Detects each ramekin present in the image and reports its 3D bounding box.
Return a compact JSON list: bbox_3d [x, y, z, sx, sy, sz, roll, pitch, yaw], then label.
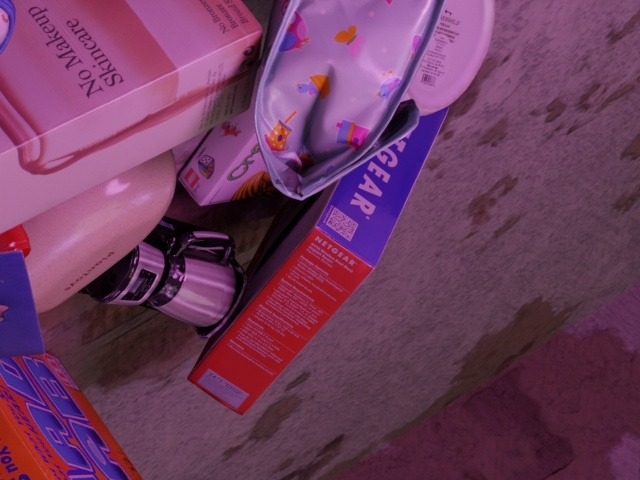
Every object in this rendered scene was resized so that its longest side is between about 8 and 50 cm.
[{"bbox_3d":[0.092,-0.227,1.931,0.207,0.109,0.207,-32,133,-41],"label":"ramekin"}]

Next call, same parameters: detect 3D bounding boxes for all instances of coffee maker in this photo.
[{"bbox_3d":[-0.198,0.024,2.077,0.178,0.171,0.120,21,88,-45],"label":"coffee maker"}]

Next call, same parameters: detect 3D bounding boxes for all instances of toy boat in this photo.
[{"bbox_3d":[-0.283,-0.038,1.819,0.267,0.148,0.318,-37,168,11],"label":"toy boat"}]

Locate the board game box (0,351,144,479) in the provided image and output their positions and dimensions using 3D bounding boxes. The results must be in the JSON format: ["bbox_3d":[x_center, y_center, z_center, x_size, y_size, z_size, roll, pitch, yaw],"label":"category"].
[{"bbox_3d":[-0.405,0.346,2.098,0.356,0.356,0.356,-39,161,3],"label":"board game box"}]

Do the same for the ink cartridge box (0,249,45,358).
[{"bbox_3d":[-0.419,0.101,1.737,0.307,0.072,0.304,-3,159,-5],"label":"ink cartridge box"}]

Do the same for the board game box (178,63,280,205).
[{"bbox_3d":[-0.010,-0.166,2.097,0.193,0.053,0.305,-12,148,-50],"label":"board game box"}]

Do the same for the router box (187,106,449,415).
[{"bbox_3d":[0.000,0.000,2.175,0.301,0.082,0.335,-50,-171,39],"label":"router box"}]

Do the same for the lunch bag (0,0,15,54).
[{"bbox_3d":[-0.400,-0.134,1.417,0.303,0.115,0.243,-42,158,9],"label":"lunch bag"}]

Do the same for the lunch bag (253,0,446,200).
[{"bbox_3d":[0.022,-0.168,1.733,0.223,0.160,0.262,-89,-162,-79],"label":"lunch bag"}]

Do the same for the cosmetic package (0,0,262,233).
[{"bbox_3d":[-0.216,-0.142,1.656,0.296,0.153,0.129,-30,157,-24],"label":"cosmetic package"}]
